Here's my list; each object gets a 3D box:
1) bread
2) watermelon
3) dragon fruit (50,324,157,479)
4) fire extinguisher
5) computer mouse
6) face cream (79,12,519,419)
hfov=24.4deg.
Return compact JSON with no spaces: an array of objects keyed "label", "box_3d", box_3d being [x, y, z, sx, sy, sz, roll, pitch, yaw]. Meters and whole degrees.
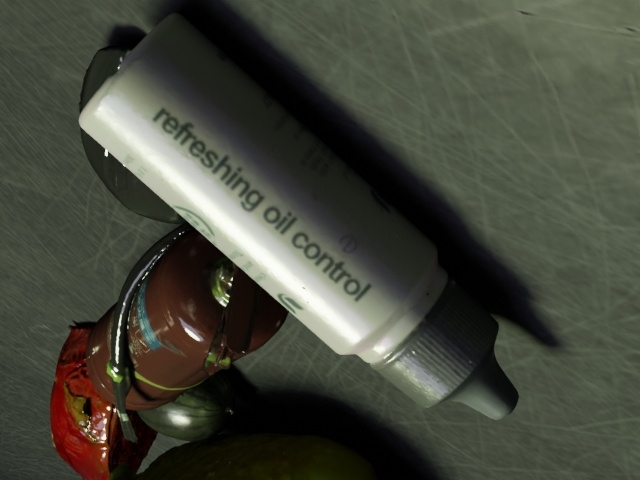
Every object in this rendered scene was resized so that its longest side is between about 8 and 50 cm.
[{"label":"bread","box_3d":[-0.071,0.283,1.292,0.208,0.251,0.376,51,157,-13]},{"label":"watermelon","box_3d":[-0.121,0.138,1.313,0.111,0.078,0.078,16,148,40]},{"label":"dragon fruit","box_3d":[-0.226,0.158,1.446,0.121,0.127,0.161,23,153,16]},{"label":"fire extinguisher","box_3d":[-0.102,0.068,1.104,0.105,0.141,0.341,12,162,-17]},{"label":"computer mouse","box_3d":[-0.118,-0.062,0.977,0.099,0.057,0.172,35,154,21]},{"label":"face cream","box_3d":[0.000,0.000,0.882,0.311,0.092,0.092,42,156,-8]}]
